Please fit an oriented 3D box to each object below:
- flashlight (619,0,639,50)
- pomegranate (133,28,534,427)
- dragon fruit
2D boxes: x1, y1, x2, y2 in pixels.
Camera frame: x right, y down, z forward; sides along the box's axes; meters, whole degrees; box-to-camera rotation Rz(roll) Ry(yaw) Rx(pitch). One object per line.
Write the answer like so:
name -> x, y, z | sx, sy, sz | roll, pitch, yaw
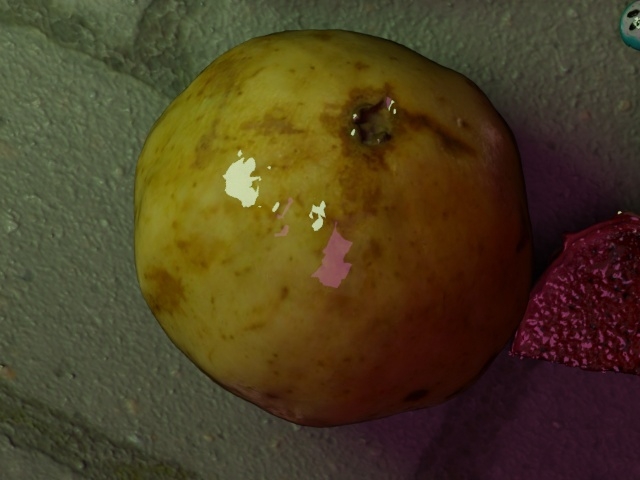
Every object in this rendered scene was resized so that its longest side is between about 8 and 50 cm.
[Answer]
flashlight -> 0.353, -0.215, 1.566 | 0.129, 0.051, 0.051 | -10, 100, 1
pomegranate -> 0.000, 0.000, 1.503 | 0.410, 0.410, 0.410 | 1, 101, 5
dragon fruit -> 0.310, 0.054, 1.589 | 0.274, 0.126, 0.161 | 8, 92, -6
